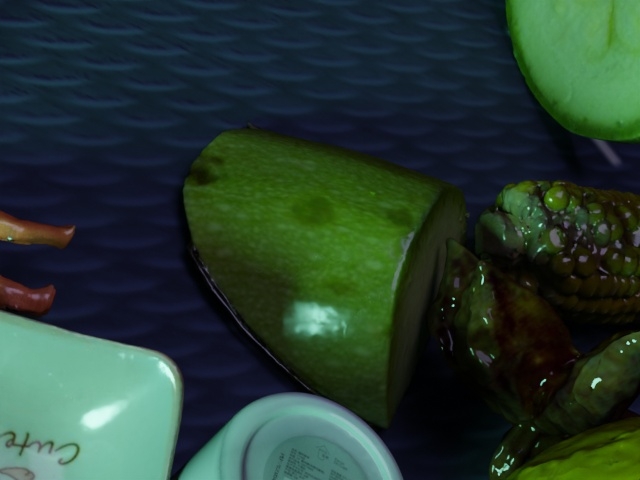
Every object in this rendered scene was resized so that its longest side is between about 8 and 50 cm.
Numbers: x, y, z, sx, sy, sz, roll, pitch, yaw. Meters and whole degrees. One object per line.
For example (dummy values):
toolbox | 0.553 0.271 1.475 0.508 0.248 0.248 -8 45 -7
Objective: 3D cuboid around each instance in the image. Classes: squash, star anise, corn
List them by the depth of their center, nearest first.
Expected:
star anise | 0.131 0.088 0.896 0.111 0.196 0.212 -19 55 -16
squash | 0.016 -0.011 0.923 0.184 0.085 0.192 38 41 -9
corn | 0.229 0.014 1.071 0.320 0.097 0.097 5 55 -37
squash | 0.220 -0.180 1.122 0.041 0.219 0.219 5 55 -37

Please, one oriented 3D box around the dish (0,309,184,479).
dish | -0.147 0.137 0.662 0.151 0.077 0.212 19 58 -28

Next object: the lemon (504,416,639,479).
lemon | 0.190 0.217 0.735 0.297 0.297 0.297 21 47 -25

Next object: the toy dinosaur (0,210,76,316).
toy dinosaur | -0.176 0.003 0.781 0.101 0.055 0.279 15 49 -22

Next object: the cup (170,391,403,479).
cup | -0.024 0.157 0.723 0.099 0.133 0.136 -11 65 -39
